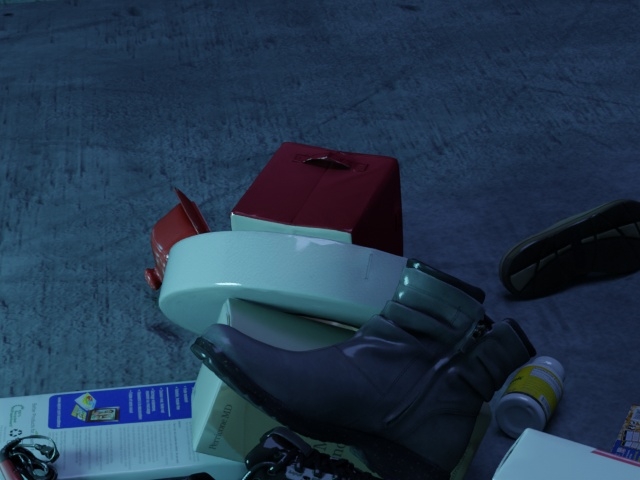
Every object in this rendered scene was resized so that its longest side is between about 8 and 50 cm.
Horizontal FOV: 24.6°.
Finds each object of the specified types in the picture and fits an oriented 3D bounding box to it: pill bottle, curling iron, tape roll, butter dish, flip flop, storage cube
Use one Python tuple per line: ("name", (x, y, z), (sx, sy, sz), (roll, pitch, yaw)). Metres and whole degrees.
("pill bottle", (0.266, 0.193, 1.829), (0.065, 0.065, 0.116), (12, 30, 24))
("curling iron", (-0.285, 0.313, 1.588), (0.068, 0.035, 0.274), (-21, 49, -15))
("tape roll", (-0.001, 0.084, 1.777), (0.392, 0.072, 0.392), (10, -16, 3))
("butter dish", (-0.197, 0.031, 2.102), (0.118, 0.160, 0.160), (-30, 32, -4))
("flip flop", (0.374, 0.009, 2.149), (0.277, 0.112, 0.080), (-19, 18, -20))
("storage cube", (0.000, 0.000, 2.062), (0.183, 0.215, 0.193), (10, 36, 19))

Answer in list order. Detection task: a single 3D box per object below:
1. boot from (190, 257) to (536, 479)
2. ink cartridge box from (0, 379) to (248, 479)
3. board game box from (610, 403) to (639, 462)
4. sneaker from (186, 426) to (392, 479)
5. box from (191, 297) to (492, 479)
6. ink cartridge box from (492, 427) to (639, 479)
("boot", (0.046, 0.109, 1.531), (0.338, 0.223, 0.118), (31, -1, -26))
("ink cartridge box", (-0.208, 0.242, 1.759), (0.371, 0.069, 0.176), (-7, 29, -5))
("board game box", (0.439, 0.264, 1.706), (0.193, 0.045, 0.147), (11, 30, 22))
("sneaker", (-0.007, 0.250, 1.433), (0.293, 0.146, 0.102), (-14, 0, 14))
("box", (0.019, 0.187, 1.665), (0.311, 0.148, 0.121), (14, 26, -14))
("ink cartridge box", (0.254, 0.313, 1.439), (0.158, 0.218, 0.092), (14, 37, 27))
